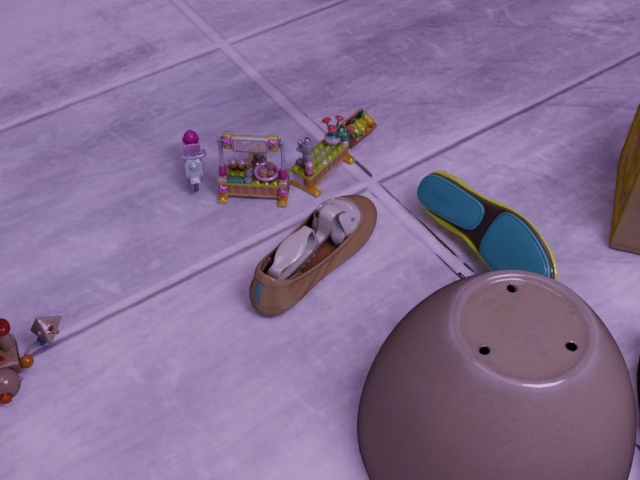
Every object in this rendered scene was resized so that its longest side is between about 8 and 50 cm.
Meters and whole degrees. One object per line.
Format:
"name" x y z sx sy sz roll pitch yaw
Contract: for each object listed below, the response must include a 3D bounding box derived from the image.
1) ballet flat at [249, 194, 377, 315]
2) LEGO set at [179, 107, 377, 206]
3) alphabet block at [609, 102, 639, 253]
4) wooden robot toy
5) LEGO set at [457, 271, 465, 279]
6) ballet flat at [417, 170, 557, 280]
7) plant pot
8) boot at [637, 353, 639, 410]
"ballet flat" 0.000 0.000 0.996 0.080 0.073 0.232 27 53 21
"LEGO set" -0.044 -0.131 1.092 0.287 0.107 0.132 -14 49 -12
"alphabet block" 0.486 -0.094 1.005 0.197 0.193 0.192 14 48 12
"wooden robot toy" -0.356 0.138 0.875 0.173 0.076 0.079 -17 61 -15
"LEGO set" 0.185 0.066 0.977 0.083 0.023 0.054 6 49 -13
"ballet flat" 0.216 -0.013 1.014 0.077 0.077 0.231 12 26 -50
"plant pot" 0.181 0.138 0.794 0.284 0.191 0.284 1 47 -1
"boot" 0.422 0.176 0.838 0.165 0.077 0.213 6 53 6
